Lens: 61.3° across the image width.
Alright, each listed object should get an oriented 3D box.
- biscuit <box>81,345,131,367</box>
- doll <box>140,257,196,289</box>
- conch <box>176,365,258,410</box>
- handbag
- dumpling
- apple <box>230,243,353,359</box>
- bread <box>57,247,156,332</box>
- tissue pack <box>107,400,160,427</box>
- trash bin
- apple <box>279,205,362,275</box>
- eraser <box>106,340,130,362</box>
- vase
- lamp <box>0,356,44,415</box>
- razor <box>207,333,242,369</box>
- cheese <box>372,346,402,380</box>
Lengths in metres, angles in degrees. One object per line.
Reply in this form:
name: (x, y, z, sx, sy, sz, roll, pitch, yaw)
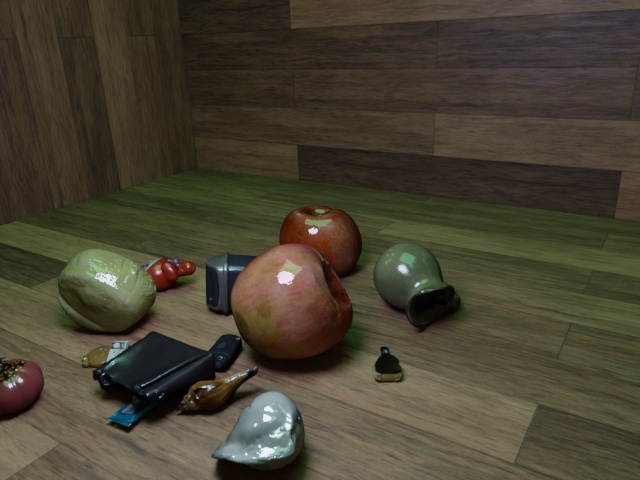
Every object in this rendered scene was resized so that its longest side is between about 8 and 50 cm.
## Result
biscuit: (-0.662, 0.366, 1.733, 0.183, 0.027, 0.133, 3, 23, 11)
doll: (-0.647, 0.135, 2.202, 0.290, 0.130, 0.161, -10, 10, 23)
conch: (-0.278, 0.415, 1.477, 0.232, 0.086, 0.080, -8, 62, -22)
handbag: (-0.475, 0.372, 1.546, 0.285, 0.114, 0.257, 10, 19, 35)
dumpling: (-0.147, 0.464, 1.279, 0.226, 0.243, 0.175, -24, 65, -8)
apple: (-0.095, 0.198, 1.670, 0.363, 0.364, 0.364, -2, 20, 1)
bread: (-0.739, 0.167, 1.888, 0.320, 0.321, 0.237, 2, 40, 11)
tissue pack: (-0.498, 0.458, 1.464, 0.085, 0.028, 0.138, 3, 16, 29)
trash bin: (-0.278, 0.156, 2.005, 0.290, 0.210, 0.182, 0, 18, -8)
apple: (0.000, 0.000, 2.279, 0.348, 0.277, 0.348, -3, 20, 1)
eraser: (-0.627, 0.366, 1.667, 0.052, 0.029, 0.122, 1, 41, -3)
vase: (0.371, 0.166, 1.930, 0.329, 0.241, 0.302, 15, 21, -34)
lamp: (-0.872, 0.400, 1.508, 0.181, 0.140, 0.182, 0, 25, 0)
razor: (-0.307, 0.350, 1.695, 0.089, 0.054, 0.148, 3, 20, 15)
cheese: (0.197, 0.365, 1.623, 0.086, 0.036, 0.162, -4, 20, 4)
